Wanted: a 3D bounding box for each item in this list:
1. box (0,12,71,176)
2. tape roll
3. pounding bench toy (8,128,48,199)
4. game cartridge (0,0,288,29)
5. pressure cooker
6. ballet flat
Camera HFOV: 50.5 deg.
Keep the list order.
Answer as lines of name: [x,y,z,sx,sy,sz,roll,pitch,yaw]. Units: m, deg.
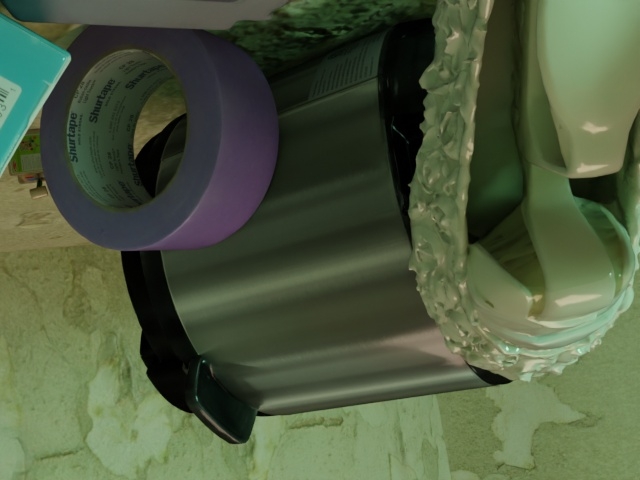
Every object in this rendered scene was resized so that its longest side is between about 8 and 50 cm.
box: [-0.199,-0.082,0.383,0.060,0.100,0.244,29,-178,-29]
tape roll: [-0.134,-0.085,0.557,0.189,0.189,0.080,-11,174,28]
pounding bench toy: [-0.350,-0.087,0.835,0.052,0.083,0.065,-9,176,-14]
game cartridge: [-0.065,-0.181,0.320,0.196,0.060,0.294,-11,178,-29]
pressure cooker: [-0.003,-0.005,0.738,0.421,0.375,0.370,-15,177,26]
ballet flat: [0.120,-0.043,0.376,0.147,0.408,0.147,-7,-147,5]
